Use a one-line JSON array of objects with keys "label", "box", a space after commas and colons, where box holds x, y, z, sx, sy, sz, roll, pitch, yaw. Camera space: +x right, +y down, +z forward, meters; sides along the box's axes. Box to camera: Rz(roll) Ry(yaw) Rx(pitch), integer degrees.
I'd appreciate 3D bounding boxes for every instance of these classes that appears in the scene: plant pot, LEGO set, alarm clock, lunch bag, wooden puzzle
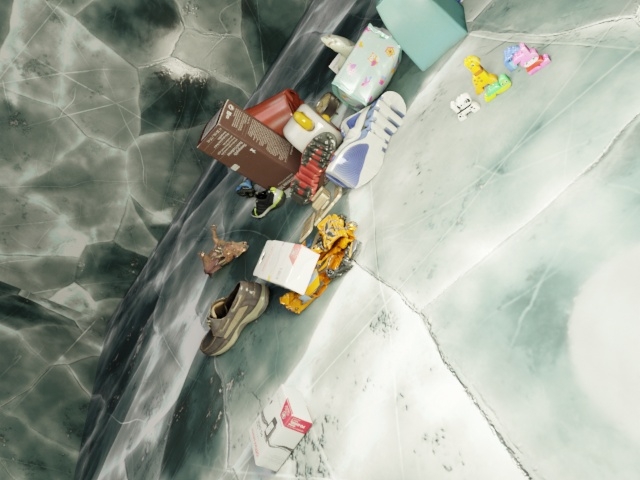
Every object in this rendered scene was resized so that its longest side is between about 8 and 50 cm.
[{"label": "plant pot", "box": [-0.189, -0.487, 1.956, 0.265, 0.272, 0.272, -25, 40, 25]}, {"label": "LEGO set", "box": [0.381, -0.383, 1.046, 0.227, 0.093, 0.087, -32, 37, 42]}, {"label": "alarm clock", "box": [0.015, -0.529, 1.862, 0.129, 0.064, 0.192, -57, 29, 5]}, {"label": "plant pot", "box": [0.281, -0.661, 1.348, 0.166, 0.234, 0.165, -34, 35, 42]}, {"label": "lunch bag", "box": [0.152, -0.547, 1.525, 0.223, 0.160, 0.262, -57, -1, 9]}, {"label": "wooden puzzle", "box": [0.000, 0.000, 1.401, 0.116, 0.014, 0.078, 6, 63, 61]}]

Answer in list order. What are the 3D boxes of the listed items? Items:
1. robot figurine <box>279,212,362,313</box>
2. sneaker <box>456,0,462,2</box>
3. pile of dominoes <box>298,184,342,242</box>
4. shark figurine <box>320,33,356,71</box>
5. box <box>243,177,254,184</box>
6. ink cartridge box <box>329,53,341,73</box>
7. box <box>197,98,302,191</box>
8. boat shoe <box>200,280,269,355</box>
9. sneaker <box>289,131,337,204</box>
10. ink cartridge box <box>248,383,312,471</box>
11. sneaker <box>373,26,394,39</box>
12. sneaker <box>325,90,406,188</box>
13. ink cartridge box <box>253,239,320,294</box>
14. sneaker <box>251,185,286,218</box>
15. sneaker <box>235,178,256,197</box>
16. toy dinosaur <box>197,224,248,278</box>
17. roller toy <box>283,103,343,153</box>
[{"label": "robot figurine", "box": [-0.006, 0.052, 1.272, 0.291, 0.085, 0.211, -50, 33, 18]}, {"label": "sneaker", "box": [0.436, -0.776, 1.372, 0.296, 0.112, 0.131, 11, 86, 67]}, {"label": "pile of dominoes", "box": [-0.010, -0.102, 1.406, 0.196, 0.040, 0.251, -50, 9, 16]}, {"label": "shark figurine", "box": [0.123, -0.655, 1.689, 0.166, 0.278, 0.116, -6, 56, 18]}, {"label": "box", "box": [-0.261, -0.440, 2.262, 0.322, 0.058, 0.232, -45, 30, 28]}, {"label": "ink cartridge box", "box": [0.096, -0.706, 1.830, 0.104, 0.061, 0.181, -49, 2, 20]}, {"label": "box", "box": [-0.258, -0.346, 1.791, 0.191, 0.381, 0.143, -29, 42, 47]}, {"label": "boat shoe", "box": [-0.314, 0.249, 1.554, 0.355, 0.130, 0.132, -48, 28, 22]}, {"label": "sneaker", "box": [-0.010, -0.247, 1.523, 0.135, 0.097, 0.276, -43, -16, -50]}, {"label": "ink cartridge box", "box": [-0.095, 0.429, 1.064, 0.150, 0.063, 0.109, -55, 27, 8]}, {"label": "sneaker", "box": [0.231, -0.712, 1.677, 0.095, 0.090, 0.235, -65, 20, 17]}, {"label": "sneaker", "box": [0.119, -0.292, 1.394, 0.315, 0.127, 0.182, -57, 22, -11]}, {"label": "ink cartridge box", "box": [-0.097, 0.067, 1.247, 0.198, 0.067, 0.115, 9, 74, 56]}, {"label": "sneaker", "box": [-0.230, -0.166, 1.874, 0.234, 0.097, 0.084, -26, 41, 48]}, {"label": "sneaker", "box": [-0.349, -0.230, 2.176, 0.067, 0.078, 0.188, -35, 6, -18]}, {"label": "toy dinosaur", "box": [-0.438, 0.076, 1.969, 0.296, 0.127, 0.200, -54, 33, 24]}, {"label": "roller toy", "box": [-0.022, -0.381, 1.624, 0.146, 0.209, 0.191, -50, 22, 16]}]
